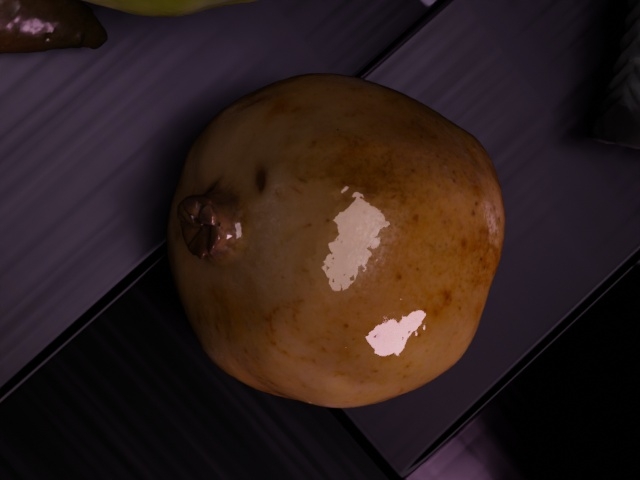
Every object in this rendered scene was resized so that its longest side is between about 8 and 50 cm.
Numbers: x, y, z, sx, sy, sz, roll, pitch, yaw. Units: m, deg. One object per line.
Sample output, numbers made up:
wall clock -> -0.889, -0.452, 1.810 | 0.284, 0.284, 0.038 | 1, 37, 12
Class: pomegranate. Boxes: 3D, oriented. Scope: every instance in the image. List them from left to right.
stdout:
pomegranate -> 0.000, 0.000, 1.007 | 0.196, 0.196, 0.196 | -1, 94, -14

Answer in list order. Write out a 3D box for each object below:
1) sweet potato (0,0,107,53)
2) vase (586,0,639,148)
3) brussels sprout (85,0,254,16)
sweet potato -> -0.276, -0.181, 0.978 | 0.346, 0.079, 0.108 | 40, 55, -12
vase -> 0.217, -0.169, 1.094 | 0.115, 0.115, 0.237 | 7, 96, -15
brussels sprout -> -0.090, -0.265, 0.935 | 0.344, 0.268, 0.344 | 1, 74, -3
